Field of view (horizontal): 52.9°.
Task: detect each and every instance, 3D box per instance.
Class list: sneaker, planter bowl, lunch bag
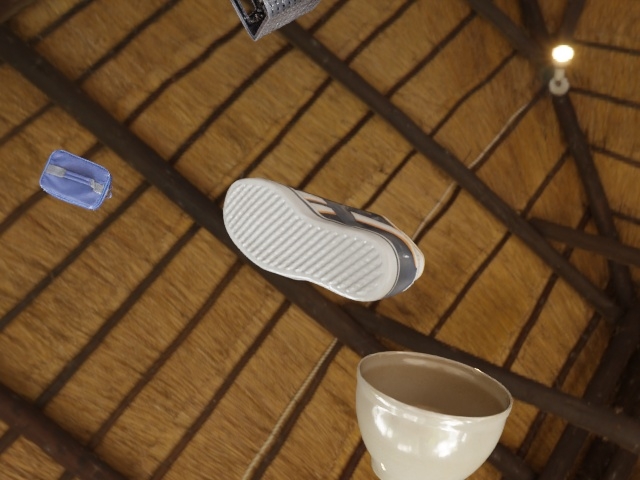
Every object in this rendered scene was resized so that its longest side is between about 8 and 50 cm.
[{"bbox_3d":[0.000,0.000,0.922,0.321,0.126,0.127,28,-162,36],"label":"sneaker"},{"bbox_3d":[0.109,0.197,0.680,0.162,0.109,0.162,10,-169,-2],"label":"planter bowl"},{"bbox_3d":[-0.349,-0.084,0.930,0.098,0.065,0.067,21,-94,-11],"label":"lunch bag"}]

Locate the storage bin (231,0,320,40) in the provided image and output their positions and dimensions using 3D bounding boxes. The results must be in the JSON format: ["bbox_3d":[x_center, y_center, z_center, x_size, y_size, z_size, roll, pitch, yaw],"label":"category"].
[{"bbox_3d":[-0.058,-0.300,0.694,0.084,0.122,0.180,-30,-167,-6],"label":"storage bin"}]
